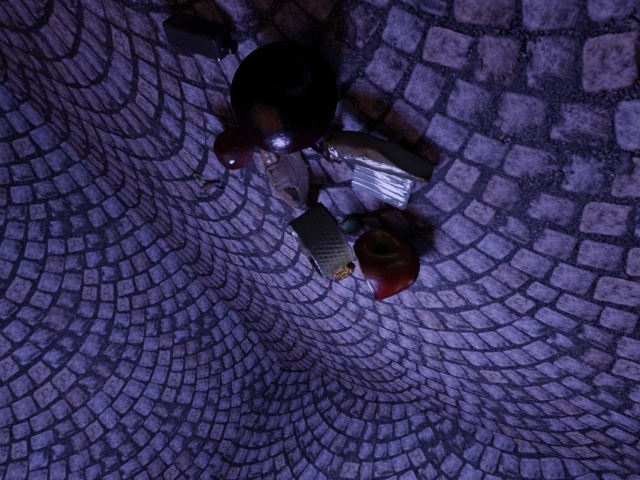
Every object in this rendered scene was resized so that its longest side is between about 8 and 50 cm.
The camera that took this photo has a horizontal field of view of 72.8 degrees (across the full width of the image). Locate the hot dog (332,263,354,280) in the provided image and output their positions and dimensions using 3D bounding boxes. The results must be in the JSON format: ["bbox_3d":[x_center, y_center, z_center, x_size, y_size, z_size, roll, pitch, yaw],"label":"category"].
[{"bbox_3d":[0.104,0.141,1.984,0.071,0.045,0.165,40,152,-4],"label":"hot dog"}]

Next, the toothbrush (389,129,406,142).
[{"bbox_3d":[0.179,-0.267,1.320,0.018,0.024,0.257,41,152,-10],"label":"toothbrush"}]

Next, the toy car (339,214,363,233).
[{"bbox_3d":[0.117,-0.059,1.683,0.059,0.035,0.122,41,160,-9],"label":"toy car"}]

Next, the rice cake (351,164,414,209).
[{"bbox_3d":[0.197,-0.189,1.378,0.198,0.037,0.189,24,154,11],"label":"rice cake"}]

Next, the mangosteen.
[{"bbox_3d":[-0.102,-0.373,1.185,0.300,0.300,0.300,26,150,17],"label":"mangosteen"}]

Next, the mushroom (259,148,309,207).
[{"bbox_3d":[-0.146,-0.256,1.569,0.151,0.156,0.285,19,137,50],"label":"mushroom"}]

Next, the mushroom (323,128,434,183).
[{"bbox_3d":[0.164,-0.247,1.250,0.333,0.087,0.107,18,157,10],"label":"mushroom"}]

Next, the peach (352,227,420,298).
[{"bbox_3d":[0.235,0.098,1.578,0.245,0.248,0.274,5,149,9],"label":"peach"}]

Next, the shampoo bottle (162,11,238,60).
[{"bbox_3d":[-0.358,-0.615,1.313,0.246,0.080,0.079,25,151,20],"label":"shampoo bottle"}]

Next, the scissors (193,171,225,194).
[{"bbox_3d":[-0.530,-0.265,2.083,0.187,0.020,0.133,14,140,37],"label":"scissors"}]

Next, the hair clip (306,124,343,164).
[{"bbox_3d":[0.029,-0.312,1.393,0.146,0.056,0.187,38,160,-7],"label":"hair clip"}]

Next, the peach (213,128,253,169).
[{"bbox_3d":[-0.334,-0.337,1.633,0.152,0.152,0.152,26,150,17],"label":"peach"}]

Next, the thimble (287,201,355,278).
[{"bbox_3d":[0.000,0.000,1.669,0.271,0.150,0.271,56,172,12],"label":"thimble"}]
